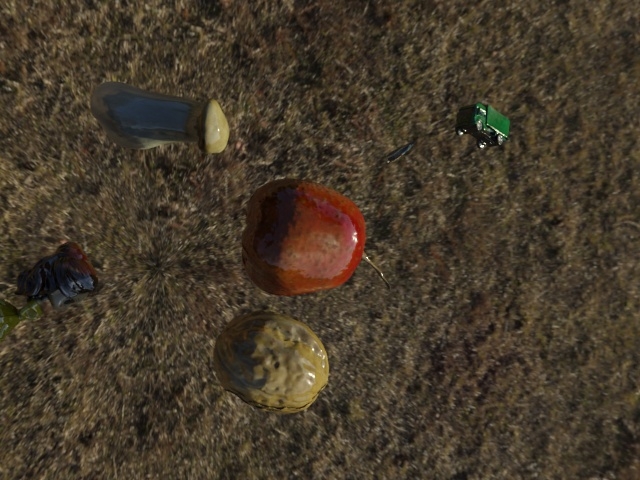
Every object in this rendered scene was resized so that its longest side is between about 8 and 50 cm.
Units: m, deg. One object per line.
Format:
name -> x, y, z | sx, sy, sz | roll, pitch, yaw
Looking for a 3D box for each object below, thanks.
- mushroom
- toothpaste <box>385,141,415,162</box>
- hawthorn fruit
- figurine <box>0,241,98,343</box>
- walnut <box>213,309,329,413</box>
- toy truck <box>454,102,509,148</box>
mushroom -> -0.326, -0.246, 1.333 | 0.329, 0.159, 0.122 | 12, 83, 22
toothpaste -> 0.157, -0.175, 1.283 | 0.027, 0.083, 0.019 | -29, 90, -38
hawthorn fruit -> 0.000, 0.000, 0.842 | 0.204, 0.162, 0.162 | 7, 86, 0
figurine -> -0.603, 0.132, 1.302 | 0.315, 0.187, 0.168 | -24, 63, -17
walnut -> -0.095, 0.237, 1.273 | 0.245, 0.198, 0.198 | 26, 82, -14
toy truck -> 0.379, -0.269, 1.512 | 0.147, 0.065, 0.079 | 17, 74, -42
